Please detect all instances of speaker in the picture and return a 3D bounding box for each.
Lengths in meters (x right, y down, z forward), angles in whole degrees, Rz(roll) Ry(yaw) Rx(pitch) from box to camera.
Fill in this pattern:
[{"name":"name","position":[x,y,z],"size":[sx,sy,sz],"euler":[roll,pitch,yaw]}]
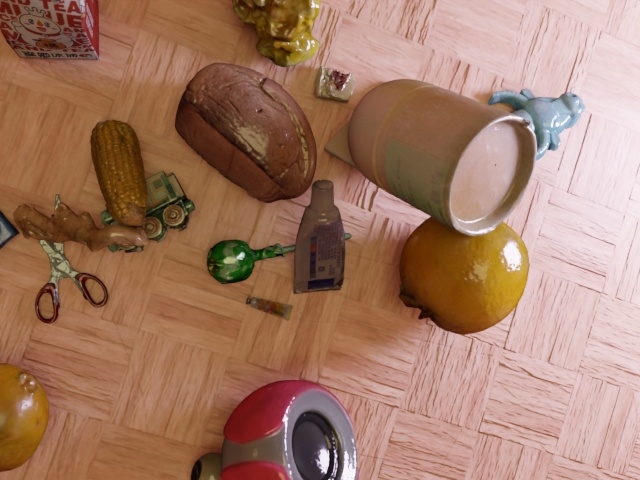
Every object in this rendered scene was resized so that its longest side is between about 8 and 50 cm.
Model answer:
[{"name":"speaker","position":[-0.060,0.417,1.268],"size":[0.294,0.294,0.294],"euler":[0,90,-11]}]

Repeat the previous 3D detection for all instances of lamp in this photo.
[{"name":"lamp","position":[-0.186,0.499,1.347],"size":[0.163,0.091,0.091],"euler":[20,86,-25]}]

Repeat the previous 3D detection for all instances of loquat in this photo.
[{"name":"loquat","position":[-0.617,0.339,1.217],"size":[0.234,0.176,0.187],"euler":[-51,57,11]},{"name":"loquat","position":[0.290,0.066,1.347],"size":[0.274,0.275,0.275],"euler":[0,90,-11]}]

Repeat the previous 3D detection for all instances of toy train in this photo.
[{"name":"toy train","position":[-0.358,-0.054,1.318],"size":[0.194,0.081,0.125],"euler":[-28,85,-6]}]

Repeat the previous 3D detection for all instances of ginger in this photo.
[{"name":"ginger","position":[-0.472,-0.026,1.256],"size":[0.288,0.075,0.089],"euler":[7,89,15]}]

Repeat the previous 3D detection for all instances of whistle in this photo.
[{"name":"whistle","position":[0.482,-0.267,1.470],"size":[0.274,0.093,0.186],"euler":[-19,67,-8]}]

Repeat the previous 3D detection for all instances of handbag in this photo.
[{"name":"handbag","position":[-0.508,-0.437,1.176],"size":[0.171,0.298,0.151],"euler":[-1,90,-10]}]

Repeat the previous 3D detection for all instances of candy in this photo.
[{"name":"candy","position":[-0.083,0.020,1.376],"size":[0.323,0.097,0.097],"euler":[-13,92,-18]}]

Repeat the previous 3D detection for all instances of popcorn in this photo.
[{"name":"popcorn","position":[-0.096,-0.505,1.293],"size":[0.173,0.225,0.286],"euler":[-27,93,-6]}]

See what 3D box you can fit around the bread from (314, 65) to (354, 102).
[{"name":"bread","position":[0.030,-0.341,1.411],"size":[0.083,0.035,0.070],"euler":[13,88,-13]}]

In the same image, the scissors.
[{"name":"scissors","position":[-0.537,0.035,1.313],"size":[0.144,0.017,0.248],"euler":[-18,91,-11]}]

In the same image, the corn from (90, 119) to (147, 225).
[{"name":"corn","position":[-0.393,-0.140,1.263],"size":[0.097,0.097,0.262],"euler":[-16,60,-10]}]

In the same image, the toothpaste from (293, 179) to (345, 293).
[{"name":"toothpaste","position":[0.002,0.001,1.330],"size":[0.099,0.068,0.282],"euler":[14,130,13]}]

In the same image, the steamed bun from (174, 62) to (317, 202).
[{"name":"steamed bun","position":[-0.128,-0.227,1.287],"size":[0.301,0.251,0.199],"euler":[41,72,-11]}]

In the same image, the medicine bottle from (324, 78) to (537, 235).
[{"name":"medicine bottle","position":[0.197,-0.195,1.292],"size":[0.235,0.406,0.236],"euler":[-19,126,-29]}]

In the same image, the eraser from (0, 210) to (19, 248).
[{"name":"eraser","position":[-0.763,0.033,1.255],"size":[0.312,0.042,0.144],"euler":[-41,97,-8]}]

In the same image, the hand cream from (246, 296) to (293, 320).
[{"name":"hand cream","position":[-0.110,0.143,1.389],"size":[0.102,0.022,0.035],"euler":[19,81,-14]}]
